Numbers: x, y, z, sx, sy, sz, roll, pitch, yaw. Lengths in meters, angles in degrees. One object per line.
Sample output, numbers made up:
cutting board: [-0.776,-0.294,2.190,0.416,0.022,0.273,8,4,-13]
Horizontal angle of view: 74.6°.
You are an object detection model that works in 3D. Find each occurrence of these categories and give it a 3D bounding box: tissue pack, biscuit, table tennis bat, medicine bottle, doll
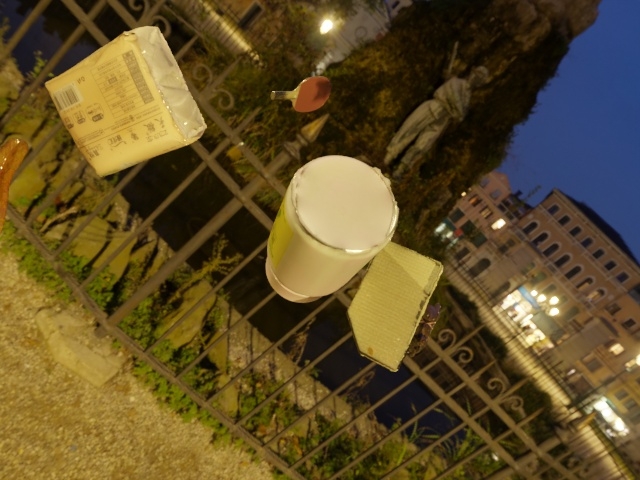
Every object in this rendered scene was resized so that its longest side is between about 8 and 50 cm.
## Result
tissue pack: [-0.323,-0.224,0.705,0.186,0.222,0.090,66,25,-20]
biscuit: [0.148,0.134,0.895,0.150,0.252,0.052,22,-17,19]
table tennis bat: [-0.062,-0.497,1.431,0.247,0.138,0.022,-17,58,-39]
medicine bottle: [0.000,0.000,0.907,0.213,0.214,0.378,50,-27,9]
doll: [0.249,0.218,1.032,0.057,0.139,0.165,26,5,9]

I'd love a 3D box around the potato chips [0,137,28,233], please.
potato chips: [-0.353,-0.011,0.454,0.037,0.203,0.026,6,-7,15]
